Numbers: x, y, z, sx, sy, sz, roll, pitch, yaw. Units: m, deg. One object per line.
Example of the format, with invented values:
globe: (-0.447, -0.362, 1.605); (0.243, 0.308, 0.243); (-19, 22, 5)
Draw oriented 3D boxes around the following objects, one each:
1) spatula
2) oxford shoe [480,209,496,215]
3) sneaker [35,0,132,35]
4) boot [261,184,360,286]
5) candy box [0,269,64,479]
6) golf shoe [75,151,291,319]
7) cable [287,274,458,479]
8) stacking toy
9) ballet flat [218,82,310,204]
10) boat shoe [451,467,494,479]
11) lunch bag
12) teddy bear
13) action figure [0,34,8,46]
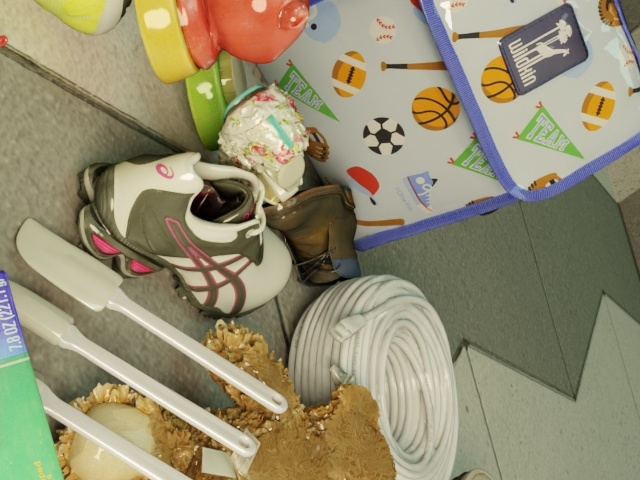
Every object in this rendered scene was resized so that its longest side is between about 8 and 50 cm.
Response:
spatula: (-0.140, 0.095, 0.671); (0.242, 0.019, 0.168); (35, 31, -8)
oxford shoe: (0.203, -0.133, 1.514); (0.227, 0.082, 0.096); (47, 17, -41)
sneaker: (-0.274, -0.264, 0.659); (0.147, 0.145, 0.385); (-56, 142, -12)
boot: (0.000, 0.000, 1.023); (0.219, 0.082, 0.106); (-9, 84, -70)
candy box: (-0.253, 0.169, 0.417); (0.317, 0.122, 0.268); (-15, 88, -62)
golf shoe: (-0.085, -0.001, 0.837); (0.273, 0.120, 0.105); (24, 52, -57)
cable: (0.065, 0.165, 1.032); (0.257, 0.089, 0.257); (-40, 116, -57)
stacking toy: (-0.069, -0.244, 0.888); (0.279, 0.130, 0.309); (72, 13, -63)
ballet flat: (-0.051, -0.072, 0.885); (0.077, 0.091, 0.241); (50, -6, 4)
boat shoe: (0.106, 0.353, 1.023); (0.112, 0.095, 0.335); (57, 31, 4)
lunch bag: (0.151, -0.202, 1.101); (0.328, 0.385, 0.239); (61, 29, -22)
teddy bear: (-0.077, 0.196, 0.772); (0.338, 0.113, 0.245); (-22, 87, -55)
action figure: (-0.268, -0.147, 0.678); (0.115, 0.030, 0.038); (-35, 110, -60)
